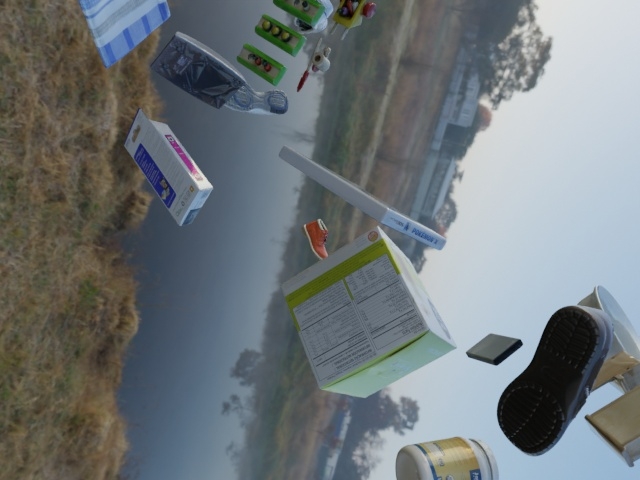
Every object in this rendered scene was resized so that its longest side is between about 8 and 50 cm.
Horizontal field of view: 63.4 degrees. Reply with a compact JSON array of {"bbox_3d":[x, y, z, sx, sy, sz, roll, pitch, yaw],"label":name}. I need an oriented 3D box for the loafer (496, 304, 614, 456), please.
[{"bbox_3d":[0.472,0.278,1.010,0.130,0.134,0.366,-9,130,-34],"label":"loafer"}]

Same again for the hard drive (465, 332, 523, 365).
[{"bbox_3d":[0.447,0.280,1.339,0.094,0.022,0.135,-33,-176,-13],"label":"hard drive"}]

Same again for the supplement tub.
[{"bbox_3d":[0.289,0.533,1.191,0.144,0.200,0.144,179,-90,-70],"label":"supplement tub"}]

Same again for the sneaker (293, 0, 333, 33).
[{"bbox_3d":[-0.035,-0.635,1.474,0.091,0.094,0.258,-37,-169,1],"label":"sneaker"}]

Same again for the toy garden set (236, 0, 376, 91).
[{"bbox_3d":[-0.033,-0.409,0.993,0.244,0.204,0.049,-56,158,9],"label":"toy garden set"}]

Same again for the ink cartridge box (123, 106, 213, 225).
[{"bbox_3d":[-0.502,-0.243,1.686,0.069,0.371,0.176,-23,159,-50],"label":"ink cartridge box"}]

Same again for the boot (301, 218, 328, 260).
[{"bbox_3d":[0.000,0.000,1.893,0.158,0.084,0.059,64,17,5],"label":"boot"}]

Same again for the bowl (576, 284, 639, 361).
[{"bbox_3d":[0.798,0.283,1.461,0.134,0.298,0.298,-34,-161,32],"label":"bowl"}]

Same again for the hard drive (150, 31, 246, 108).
[{"bbox_3d":[-0.379,-0.532,1.624,0.172,0.255,0.054,-31,-134,37],"label":"hard drive"}]

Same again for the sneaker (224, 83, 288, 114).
[{"bbox_3d":[-0.265,-0.502,1.882,0.129,0.297,0.111,1,-94,54],"label":"sneaker"}]

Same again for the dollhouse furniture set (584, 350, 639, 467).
[{"bbox_3d":[0.698,0.460,1.050,0.174,0.355,0.303,-32,-164,2],"label":"dollhouse furniture set"}]

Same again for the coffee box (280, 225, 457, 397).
[{"bbox_3d":[0.146,0.226,1.513,0.337,0.338,0.334,36,25,-58],"label":"coffee box"}]

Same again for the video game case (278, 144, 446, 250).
[{"bbox_3d":[0.101,-0.095,1.188,0.300,0.329,0.036,19,105,-53],"label":"video game case"}]

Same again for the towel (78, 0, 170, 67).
[{"bbox_3d":[-0.387,-0.501,1.021,0.209,0.034,0.285,-54,170,-26],"label":"towel"}]
